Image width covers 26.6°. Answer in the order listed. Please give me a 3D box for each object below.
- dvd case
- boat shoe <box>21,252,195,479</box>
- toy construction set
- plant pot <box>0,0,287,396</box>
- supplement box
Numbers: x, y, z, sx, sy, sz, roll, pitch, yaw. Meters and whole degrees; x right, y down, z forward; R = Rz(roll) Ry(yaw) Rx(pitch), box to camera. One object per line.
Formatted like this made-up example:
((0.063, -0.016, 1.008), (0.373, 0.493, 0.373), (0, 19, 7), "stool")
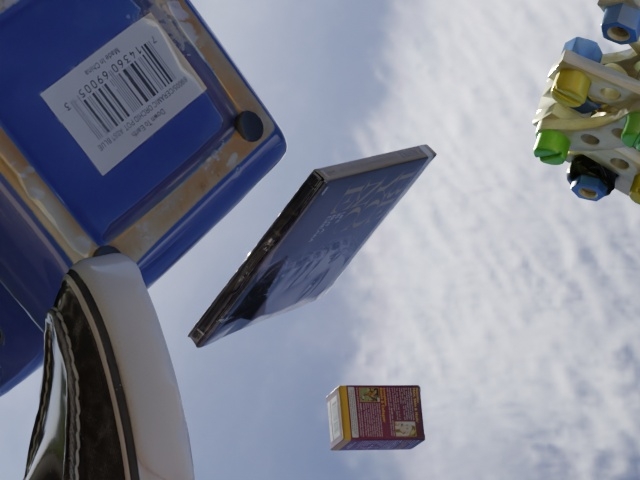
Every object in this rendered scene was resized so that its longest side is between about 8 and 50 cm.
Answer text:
((0.000, 0.000, 1.044), (0.018, 0.221, 0.164), (43, -67, 13), "dvd case")
((-0.116, 0.158, 0.612), (0.108, 0.102, 0.301), (-163, -109, -67), "boat shoe")
((0.319, -0.074, 1.174), (0.151, 0.327, 0.215), (-53, -171, -26), "toy construction set")
((-0.173, -0.060, 0.811), (0.236, 0.236, 0.212), (54, -36, -13), "plant pot")
((0.052, 0.168, 1.282), (0.043, 0.083, 0.055), (127, -38, -61), "supplement box")
